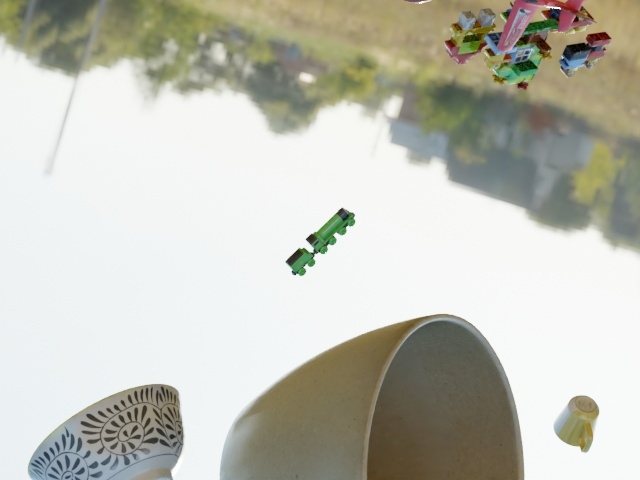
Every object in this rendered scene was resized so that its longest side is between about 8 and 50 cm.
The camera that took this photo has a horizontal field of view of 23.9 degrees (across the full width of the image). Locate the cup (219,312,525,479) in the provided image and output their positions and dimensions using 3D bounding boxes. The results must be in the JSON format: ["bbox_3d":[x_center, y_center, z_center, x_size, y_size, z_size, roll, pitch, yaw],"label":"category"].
[{"bbox_3d":[0.037,0.246,1.588,0.237,0.331,0.331,-5,173,34],"label":"cup"}]

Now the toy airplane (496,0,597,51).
[{"bbox_3d":[0.276,-0.294,1.855,0.151,0.151,0.028,14,-149,-28],"label":"toy airplane"}]

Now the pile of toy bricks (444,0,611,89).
[{"bbox_3d":[0.271,-0.242,1.989,0.212,0.105,0.118,-12,-128,-29],"label":"pile of toy bricks"}]

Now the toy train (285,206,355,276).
[{"bbox_3d":[0.000,0.000,1.434,0.017,0.083,0.023,40,173,45],"label":"toy train"}]

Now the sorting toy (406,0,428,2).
[{"bbox_3d":[0.079,-0.459,1.743,0.127,0.365,0.126,-23,-146,-11],"label":"sorting toy"}]

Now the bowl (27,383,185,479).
[{"bbox_3d":[-0.194,0.223,1.492,0.170,0.170,0.080,8,-138,-55],"label":"bowl"}]

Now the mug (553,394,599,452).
[{"bbox_3d":[0.387,0.266,2.229,0.062,0.064,0.078,-25,-124,-34],"label":"mug"}]
